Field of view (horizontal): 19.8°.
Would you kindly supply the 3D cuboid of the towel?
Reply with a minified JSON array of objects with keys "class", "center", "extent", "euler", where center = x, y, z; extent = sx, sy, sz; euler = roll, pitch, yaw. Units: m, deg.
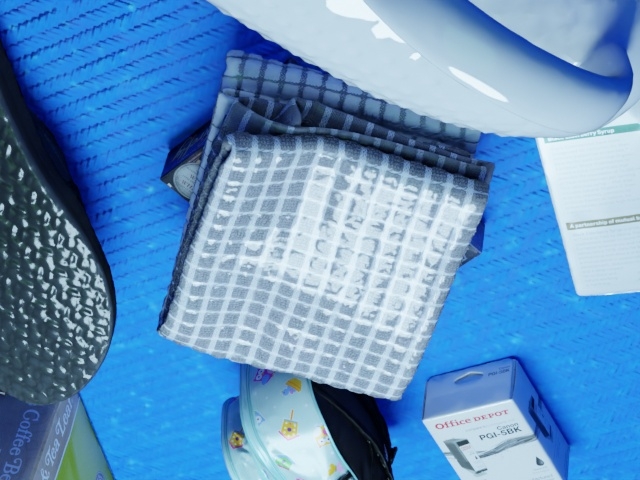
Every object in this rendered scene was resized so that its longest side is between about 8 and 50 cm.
[{"class":"towel","center":[0.000,0.000,1.540],"extent":[0.235,0.121,0.283],"euler":[15,132,-5]}]

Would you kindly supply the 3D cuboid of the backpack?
[{"class":"backpack","center":[-0.016,0.182,1.735],"extent":[0.144,0.166,0.188],"euler":[-15,125,11]}]

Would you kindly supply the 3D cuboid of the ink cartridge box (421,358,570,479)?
[{"class":"ink cartridge box","center":[0.170,0.187,1.777],"extent":[0.099,0.056,0.135],"euler":[-17,127,25]}]

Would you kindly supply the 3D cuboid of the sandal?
[{"class":"sandal","center":[-0.283,-0.057,1.630],"extent":[0.167,0.107,0.445],"euler":[-6,117,18]}]

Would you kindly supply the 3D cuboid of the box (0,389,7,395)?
[{"class":"box","center":[-0.338,0.105,1.804],"extent":[0.083,0.052,0.062],"euler":[16,132,-6]}]

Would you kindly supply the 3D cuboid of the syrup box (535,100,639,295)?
[{"class":"syrup box","center":[0.236,-0.073,1.506],"extent":[0.096,0.093,0.237],"euler":[-6,130,16]}]

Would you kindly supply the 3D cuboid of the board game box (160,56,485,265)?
[{"class":"board game box","center":[0.003,-0.034,1.620],"extent":[0.243,0.042,0.165],"euler":[39,127,-22]}]

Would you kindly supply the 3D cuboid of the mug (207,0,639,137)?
[{"class":"mug","center":[0.096,-0.197,1.238],"extent":[0.328,0.374,0.276],"euler":[30,115,-23]}]

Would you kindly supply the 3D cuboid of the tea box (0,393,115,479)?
[{"class":"tea box","center":[-0.344,0.355,1.842],"extent":[0.220,0.329,0.323],"euler":[-3,130,14]}]
